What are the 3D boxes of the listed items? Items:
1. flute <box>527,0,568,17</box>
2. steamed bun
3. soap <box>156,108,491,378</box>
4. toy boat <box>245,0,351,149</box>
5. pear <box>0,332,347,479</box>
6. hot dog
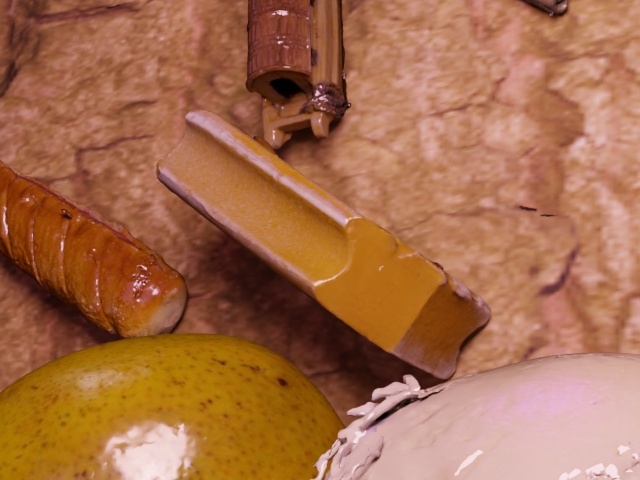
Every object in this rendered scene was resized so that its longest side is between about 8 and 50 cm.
[{"bbox_3d":[0.104,-0.227,1.241,0.233,0.027,0.027,34,89,38],"label":"flute"},{"bbox_3d":[0.139,0.180,0.841,0.312,0.233,0.334,-11,29,33],"label":"steamed bun"},{"bbox_3d":[0.000,0.000,1.136,0.232,0.140,0.073,36,94,38],"label":"soap"},{"bbox_3d":[-0.021,-0.181,1.262,0.068,0.088,0.226,-14,64,28],"label":"toy boat"},{"bbox_3d":[-0.110,0.192,1.045,0.294,0.294,0.294,-13,63,28],"label":"pear"},{"bbox_3d":[-0.221,0.005,1.328,0.286,0.061,0.087,24,95,39],"label":"hot dog"}]
